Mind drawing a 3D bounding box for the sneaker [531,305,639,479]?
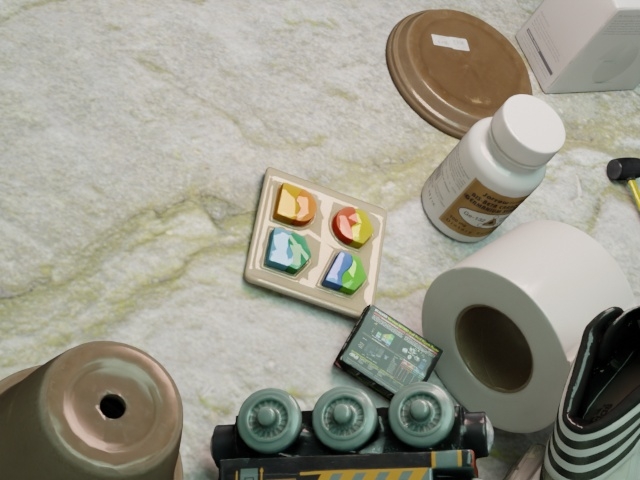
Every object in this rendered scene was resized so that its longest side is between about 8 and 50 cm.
[{"bbox_3d":[0.447,0.169,1.458,0.447,0.258,0.169,-31,50,-34],"label":"sneaker"}]

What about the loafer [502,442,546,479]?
[{"bbox_3d":[0.243,0.385,1.463,0.111,0.112,0.319,37,49,10],"label":"loafer"}]

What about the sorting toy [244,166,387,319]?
[{"bbox_3d":[0.000,0.000,1.640,0.193,0.038,0.208,19,52,-15],"label":"sorting toy"}]

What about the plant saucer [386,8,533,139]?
[{"bbox_3d":[0.241,-0.285,1.954,0.277,0.041,0.278,13,54,-19],"label":"plant saucer"}]

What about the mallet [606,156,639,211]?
[{"bbox_3d":[0.532,-0.057,1.958,0.062,0.039,0.190,3,62,-27],"label":"mallet"}]

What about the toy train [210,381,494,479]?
[{"bbox_3d":[0.034,0.272,1.344,0.333,0.142,0.190,-3,65,8],"label":"toy train"}]

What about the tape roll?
[{"bbox_3d":[0.281,0.114,1.577,0.169,0.246,0.246,-28,75,-38],"label":"tape roll"}]

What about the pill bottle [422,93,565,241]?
[{"bbox_3d":[0.256,-0.106,1.718,0.131,0.229,0.131,13,55,-19],"label":"pill bottle"}]

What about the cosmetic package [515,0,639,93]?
[{"bbox_3d":[0.504,-0.380,2.032,0.224,0.225,0.138,-6,63,-31],"label":"cosmetic package"}]

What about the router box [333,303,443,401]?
[{"bbox_3d":[0.091,0.157,1.568,0.122,0.038,0.092,34,68,-4],"label":"router box"}]

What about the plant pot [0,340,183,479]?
[{"bbox_3d":[-0.250,0.218,1.244,0.263,0.229,0.263,13,53,-19],"label":"plant pot"}]
